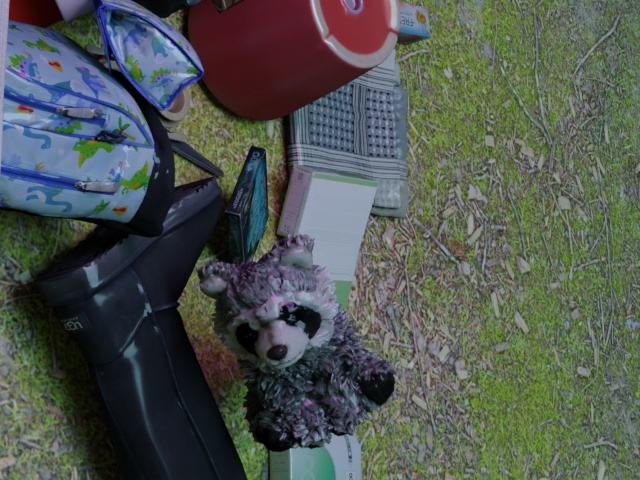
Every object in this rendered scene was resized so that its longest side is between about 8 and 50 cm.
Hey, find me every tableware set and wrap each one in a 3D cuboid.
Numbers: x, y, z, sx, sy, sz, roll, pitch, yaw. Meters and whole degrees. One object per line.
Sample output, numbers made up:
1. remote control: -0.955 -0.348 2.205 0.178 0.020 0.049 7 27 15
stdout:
1. tableware set: -0.256 -0.216 1.930 0.194 0.039 0.128 4 78 -51

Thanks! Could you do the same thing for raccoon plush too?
1. raccoon plush: -0.075 0.103 1.891 0.216 0.446 0.299 -29 110 -11

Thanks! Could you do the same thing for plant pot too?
1. plant pot: -0.027 -0.339 2.060 0.275 0.243 0.274 9 77 -42

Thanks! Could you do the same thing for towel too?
1. towel: 0.056 -0.208 2.326 0.324 0.056 0.312 10 74 -50

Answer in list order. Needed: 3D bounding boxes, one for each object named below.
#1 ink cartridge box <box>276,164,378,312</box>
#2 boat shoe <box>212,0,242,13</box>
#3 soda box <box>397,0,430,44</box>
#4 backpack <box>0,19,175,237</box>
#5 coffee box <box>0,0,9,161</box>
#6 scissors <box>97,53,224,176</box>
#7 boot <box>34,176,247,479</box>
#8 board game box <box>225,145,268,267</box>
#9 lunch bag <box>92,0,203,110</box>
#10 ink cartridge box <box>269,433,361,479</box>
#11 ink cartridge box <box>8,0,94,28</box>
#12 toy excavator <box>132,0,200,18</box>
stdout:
1. ink cartridge box: 0.000 0.000 2.207 0.171 0.056 0.235 5 103 -49
2. boat shoe: -0.201 -0.432 1.670 0.120 0.122 0.324 -28 96 -11
3. soda box: 0.128 -0.408 2.458 0.183 0.058 0.062 0 81 -50
4. backpack: -0.375 -0.149 1.626 0.356 0.290 0.273 -5 129 -36
5. coffee box: -0.544 -0.174 1.298 0.334 0.338 0.337 30 56 -65
6. scissors: -0.251 -0.158 1.972 0.297 0.021 0.109 49 45 -33
7. boot: -0.189 0.175 1.865 0.367 0.146 0.445 -41 113 -49
8. board game box: -0.110 -0.039 2.023 0.186 0.026 0.126 90 16 -58
9. lunch bag: -0.229 -0.248 1.669 0.151 0.096 0.129 48 3 -22
10. ink cartridge box: -0.007 0.304 2.131 0.181 0.056 0.224 13 73 -49
11. ink cartridge box: -0.378 -0.411 1.708 0.060 0.239 0.275 -99 165 -75
12. toy excavator: -0.128 -0.500 1.965 0.445 0.433 0.222 -25 104 -10
